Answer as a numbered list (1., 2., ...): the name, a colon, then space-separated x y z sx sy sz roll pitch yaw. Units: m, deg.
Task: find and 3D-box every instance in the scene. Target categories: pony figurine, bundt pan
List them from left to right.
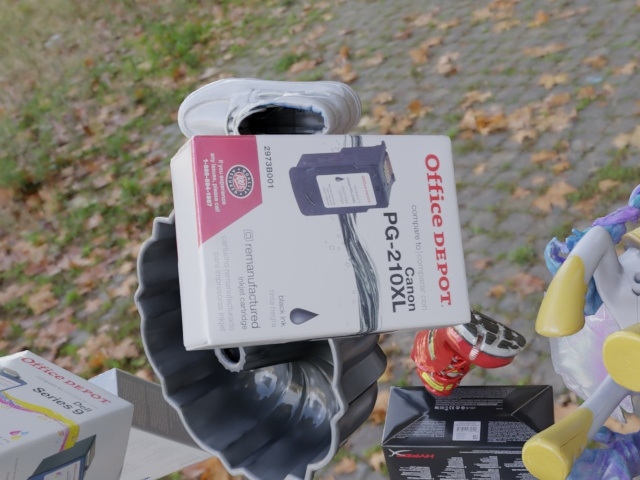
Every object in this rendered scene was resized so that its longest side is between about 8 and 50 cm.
1. bundt pan: -0.059 0.100 1.058 0.331 0.331 0.124 6 20 43
2. pony figurine: 0.310 0.100 0.858 0.303 0.351 0.363 6 34 34

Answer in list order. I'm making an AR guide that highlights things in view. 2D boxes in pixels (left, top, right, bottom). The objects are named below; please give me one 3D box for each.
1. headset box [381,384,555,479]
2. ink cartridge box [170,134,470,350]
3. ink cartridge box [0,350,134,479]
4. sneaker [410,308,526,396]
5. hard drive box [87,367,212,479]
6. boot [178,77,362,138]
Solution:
1. headset box: 0.215 0.335 1.297 0.218 0.293 0.110 -3 37 15
2. ink cartridge box: 0.000 0.000 0.831 0.237 0.172 0.100 -3 -8 -20
3. ink cartridge box: -0.303 0.186 0.882 0.154 0.093 0.212 21 14 26
4. sneaker: 0.177 0.146 1.215 0.279 0.107 0.118 161 134 -86
5. hard drive box: -0.302 0.297 1.477 0.181 0.232 0.089 -26 55 22
6. boot: -0.086 -0.156 1.194 0.258 0.095 0.123 -3 14 23
